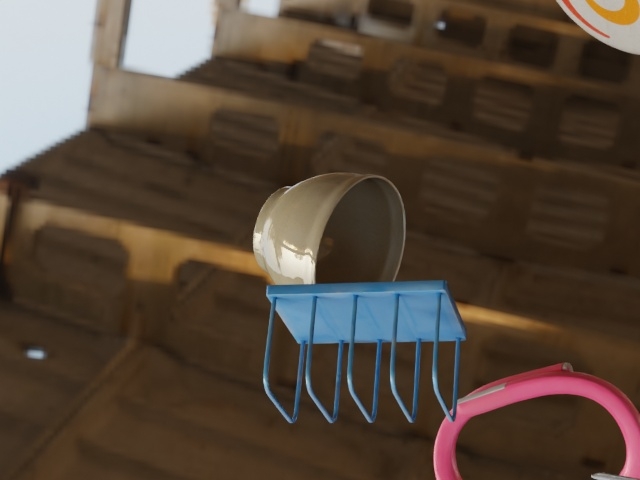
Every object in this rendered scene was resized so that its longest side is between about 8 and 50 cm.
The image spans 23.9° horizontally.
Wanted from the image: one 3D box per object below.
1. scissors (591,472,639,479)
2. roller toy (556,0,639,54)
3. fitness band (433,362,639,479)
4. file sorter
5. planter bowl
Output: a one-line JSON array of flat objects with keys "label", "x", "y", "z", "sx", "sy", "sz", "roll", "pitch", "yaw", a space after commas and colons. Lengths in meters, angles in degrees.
[{"label": "scissors", "x": 0.471, "y": 0.317, "z": 1.785, "sx": 0.297, "sy": 0.109, "sz": 0.021, "roll": -1, "pitch": -143, "yaw": 10}, {"label": "roller toy", "x": 0.340, "y": -0.302, "z": 1.568, "sx": 0.209, "sy": 0.146, "sz": 0.191, "roll": 48, "pitch": 160, "yaw": -13}, {"label": "fitness band", "x": 0.285, "y": 0.278, "z": 1.979, "sx": 0.291, "sy": 0.209, "sz": 0.054, "roll": -19, "pitch": -173, "yaw": 23}, {"label": "file sorter", "x": 0.042, "y": 0.109, "z": 1.419, "sx": 0.170, "sy": 0.104, "sz": 0.118, "roll": -3, "pitch": 153, "yaw": 15}, {"label": "planter bowl", "x": 0.000, "y": 0.000, "z": 1.575, "sx": 0.109, "sy": 0.162, "sz": 0.162, "roll": 16, "pitch": -161, "yaw": 34}]
